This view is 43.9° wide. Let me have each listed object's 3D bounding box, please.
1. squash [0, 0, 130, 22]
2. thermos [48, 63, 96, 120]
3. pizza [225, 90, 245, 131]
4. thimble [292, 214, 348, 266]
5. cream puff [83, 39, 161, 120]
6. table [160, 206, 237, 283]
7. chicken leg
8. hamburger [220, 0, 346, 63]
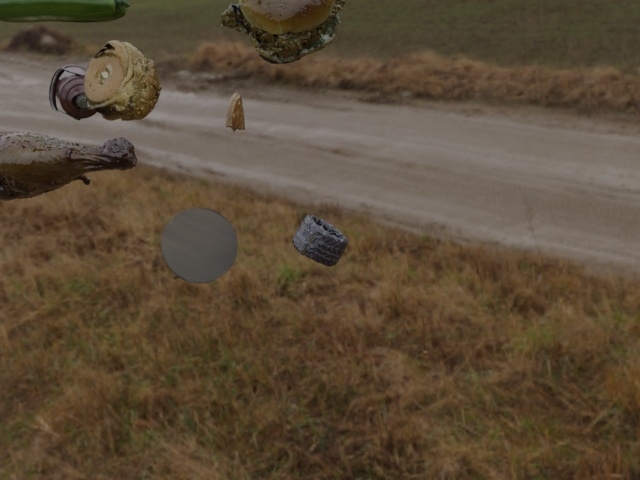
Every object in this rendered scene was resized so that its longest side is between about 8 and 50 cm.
[{"bbox_3d":[-0.496,-0.444,1.466,0.292,0.082,0.082,4,25,14],"label":"squash"},{"bbox_3d":[-0.527,-0.323,1.747,0.124,0.099,0.232,8,16,-27],"label":"thermos"},{"bbox_3d":[-0.215,-0.300,1.932,0.029,0.100,0.099,1,30,17],"label":"pizza"},{"bbox_3d":[0.001,0.000,1.482,0.095,0.066,0.104,29,12,-6],"label":"thimble"},{"bbox_3d":[-0.300,-0.237,1.224,0.133,0.119,0.104,35,6,31],"label":"cream puff"},{"bbox_3d":[-0.296,0.022,1.832,0.167,0.167,0.226,-18,-1,-19],"label":"table"},{"bbox_3d":[-0.418,-0.109,1.216,0.177,0.083,0.322,6,-11,-37],"label":"chicken leg"},{"bbox_3d":[-0.056,-0.339,1.123,0.184,0.159,0.131,-20,-6,2],"label":"hamburger"}]
